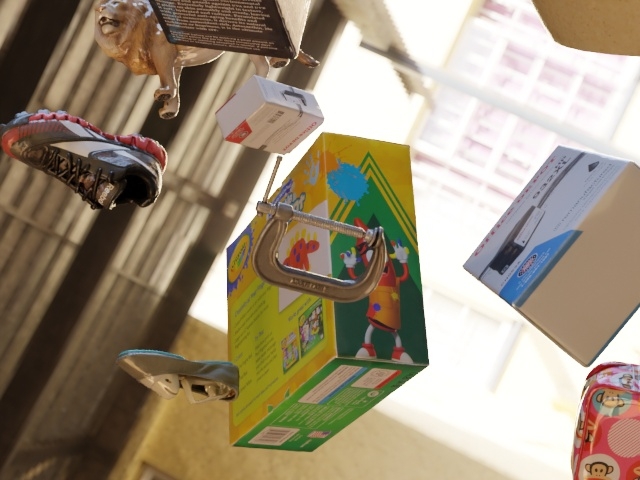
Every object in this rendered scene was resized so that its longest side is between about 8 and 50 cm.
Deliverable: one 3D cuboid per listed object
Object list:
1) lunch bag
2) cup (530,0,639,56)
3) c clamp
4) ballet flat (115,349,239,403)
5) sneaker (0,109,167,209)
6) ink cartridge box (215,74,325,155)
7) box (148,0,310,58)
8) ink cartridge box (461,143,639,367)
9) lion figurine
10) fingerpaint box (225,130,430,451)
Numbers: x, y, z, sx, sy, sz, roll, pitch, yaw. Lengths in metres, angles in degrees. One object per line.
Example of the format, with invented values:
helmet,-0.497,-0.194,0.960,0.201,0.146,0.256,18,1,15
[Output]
lunch bag,0.519,0.323,1.945,0.120,0.293,0.258,-61,-22,-70
cup,0.266,-0.264,0.996,0.331,0.331,0.236,-33,-52,-65
c clamp,0.000,0.000,1.341,0.137,0.161,0.022,-62,21,23
ballet flat,-0.207,0.208,1.972,0.072,0.213,0.068,-30,58,42
sneaker,-0.365,-0.119,2.053,0.097,0.276,0.135,-53,34,37
ink cartridge box,-0.076,-0.189,2.008,0.099,0.056,0.135,-40,-31,30
box,-0.103,-0.419,1.553,0.294,0.183,0.296,71,-151,-69
ink cartridge box,0.318,0.008,1.659,0.223,0.129,0.307,-52,9,3
lion figurine,-0.210,-0.368,2.361,0.142,0.392,0.240,73,-173,-69
fingerpaint box,-0.002,0.097,2.106,0.445,0.163,0.371,133,139,-55
